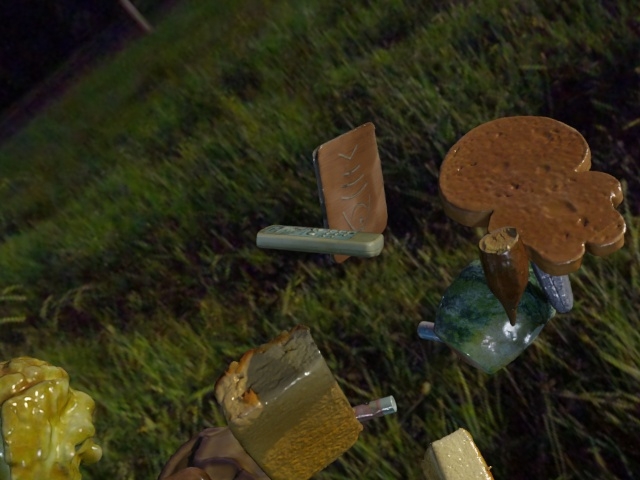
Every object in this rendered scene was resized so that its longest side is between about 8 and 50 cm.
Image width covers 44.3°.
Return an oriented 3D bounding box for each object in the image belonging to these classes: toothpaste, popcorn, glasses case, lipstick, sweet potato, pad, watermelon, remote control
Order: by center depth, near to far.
[{"bbox_3d":[0.199,0.043,0.841,0.049,0.117,0.049,-12,25,6],"label":"sweet potato"},{"bbox_3d":[-0.522,0.337,1.382,0.282,0.282,0.247,-23,1,35],"label":"popcorn"},{"bbox_3d":[0.000,0.000,1.474,0.234,0.038,0.098,4,12,17],"label":"remote control"},{"bbox_3d":[0.054,0.360,1.600,0.205,0.056,0.036,-19,71,14],"label":"toothpaste"},{"bbox_3d":[0.478,0.023,1.694,0.067,0.282,0.109,-24,5,17],"label":"glasses case"},{"bbox_3d":[0.415,0.144,1.814,0.305,0.224,0.180,-48,-16,-11],"label":"watermelon"},{"bbox_3d":[0.080,-0.116,1.866,0.018,0.284,0.286,2,21,33],"label":"pad"},{"bbox_3d":[0.319,0.238,2.000,0.158,0.048,0.048,5,52,49],"label":"lipstick"}]

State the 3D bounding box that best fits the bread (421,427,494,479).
[{"bbox_3d":[0.204,0.356,1.042,0.068,0.125,0.188,-22,64,-9],"label":"bread"}]

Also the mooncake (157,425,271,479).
[{"bbox_3d":[-0.197,0.617,1.857,0.394,0.246,0.393,-2,24,30],"label":"mooncake"}]

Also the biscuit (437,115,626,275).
[{"bbox_3d":[0.266,-0.062,0.991,0.202,0.044,0.288,-29,44,-5],"label":"biscuit"}]

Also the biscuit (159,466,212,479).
[{"bbox_3d":[-0.102,0.243,0.559,0.215,0.182,0.034,-38,24,10],"label":"biscuit"}]

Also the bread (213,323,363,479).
[{"bbox_3d":[-0.048,0.268,1.252,0.185,0.274,0.114,-33,50,-7],"label":"bread"}]
